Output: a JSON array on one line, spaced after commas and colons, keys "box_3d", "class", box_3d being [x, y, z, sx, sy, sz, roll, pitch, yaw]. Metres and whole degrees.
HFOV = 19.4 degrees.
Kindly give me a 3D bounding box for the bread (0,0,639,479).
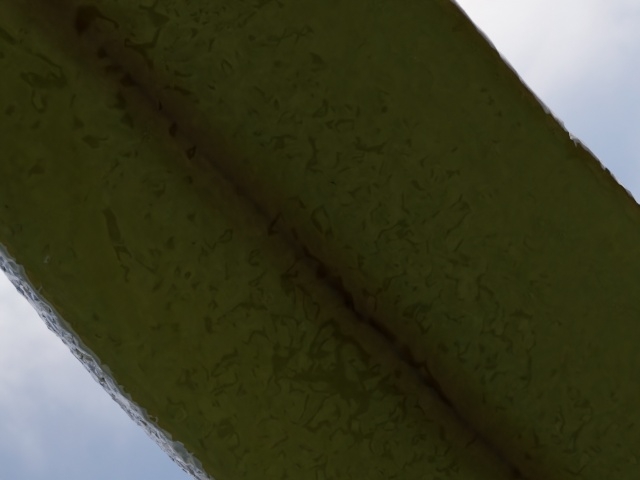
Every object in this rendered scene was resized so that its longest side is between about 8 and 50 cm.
[{"box_3d": [0.000, 0.000, 0.797, 0.233, 0.245, 0.362, -46, -40, -5], "class": "bread"}]
